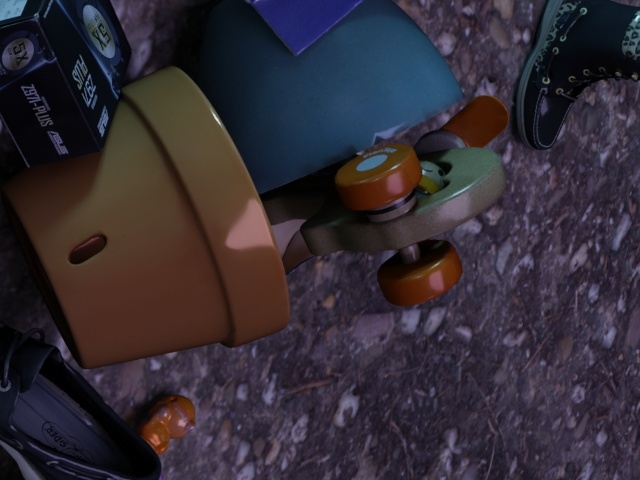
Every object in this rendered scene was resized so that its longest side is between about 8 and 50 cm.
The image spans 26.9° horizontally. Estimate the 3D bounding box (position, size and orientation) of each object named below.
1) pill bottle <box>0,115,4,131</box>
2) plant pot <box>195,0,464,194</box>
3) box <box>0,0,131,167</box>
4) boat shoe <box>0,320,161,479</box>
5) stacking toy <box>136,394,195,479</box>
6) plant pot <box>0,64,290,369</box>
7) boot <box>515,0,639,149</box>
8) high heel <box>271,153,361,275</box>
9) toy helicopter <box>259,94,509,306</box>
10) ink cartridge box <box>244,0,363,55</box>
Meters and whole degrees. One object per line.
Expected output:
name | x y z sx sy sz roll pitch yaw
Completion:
pill bottle | -0.392 -0.039 1.197 0.131 0.131 0.229 31 85 -46
plant pot | -0.018 -0.183 1.426 0.290 0.290 0.195 -29 98 -33
box | -0.249 -0.182 1.242 0.180 0.077 0.147 -85 160 -51
boat shoe | -0.286 0.144 1.303 0.340 0.113 0.127 51 35 -13
stacking toy | -0.240 0.274 1.487 0.302 0.175 0.166 -46 137 -40
plant pot | -0.184 -0.001 1.329 0.203 0.291 0.291 -25 125 -16
boot | 0.370 -0.223 1.821 0.085 0.178 0.236 5 102 -45
high heel | 0.000 0.000 1.552 0.261 0.186 0.093 -50 134 -17
toy helicopter | 0.052 -0.057 1.416 0.235 0.355 0.140 -38 114 -31
ink cartridge box | -0.014 -0.392 1.309 0.303 0.072 0.307 -42 88 -15
